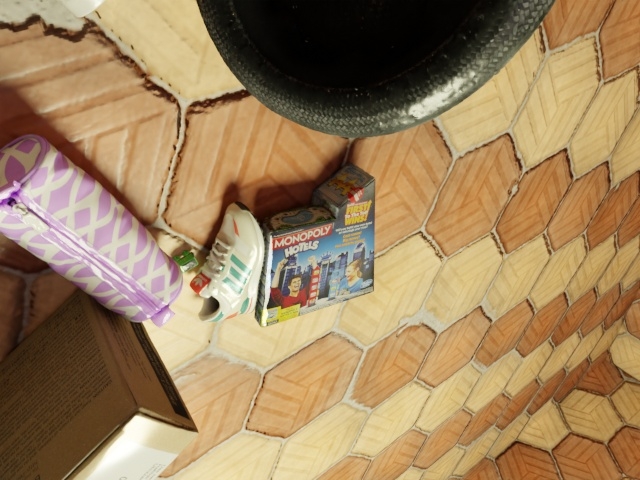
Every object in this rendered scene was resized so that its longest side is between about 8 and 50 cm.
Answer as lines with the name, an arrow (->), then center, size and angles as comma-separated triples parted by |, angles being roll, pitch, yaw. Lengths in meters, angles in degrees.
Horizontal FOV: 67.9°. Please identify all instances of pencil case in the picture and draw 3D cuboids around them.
pencil case -> -0.211, -0.002, 0.432 | 0.086, 0.088, 0.206 | -45, 139, -9

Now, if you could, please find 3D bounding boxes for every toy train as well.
toy train -> -0.177, 0.040, 0.537 | 0.083, 0.023, 0.017 | -34, 136, -17

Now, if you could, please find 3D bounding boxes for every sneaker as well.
sneaker -> -0.114, 0.033, 0.562 | 0.075, 0.057, 0.161 | -19, 133, -37

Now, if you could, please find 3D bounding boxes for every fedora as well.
fedora -> 0.053, -0.257, 0.385 | 0.152, 0.334, 0.334 | -36, 147, -62

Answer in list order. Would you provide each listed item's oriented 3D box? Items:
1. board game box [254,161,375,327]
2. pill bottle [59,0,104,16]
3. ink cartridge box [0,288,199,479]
board game box -> 0.000, 0.000, 0.633 | 0.194, 0.060, 0.194 | -13, 126, -34
pill bottle -> -0.193, -0.211, 0.309 | 0.067, 0.067, 0.120 | -48, 138, -2
ink cartridge box -> -0.257, 0.189, 0.452 | 0.234, 0.193, 0.088 | -44, 138, -5
